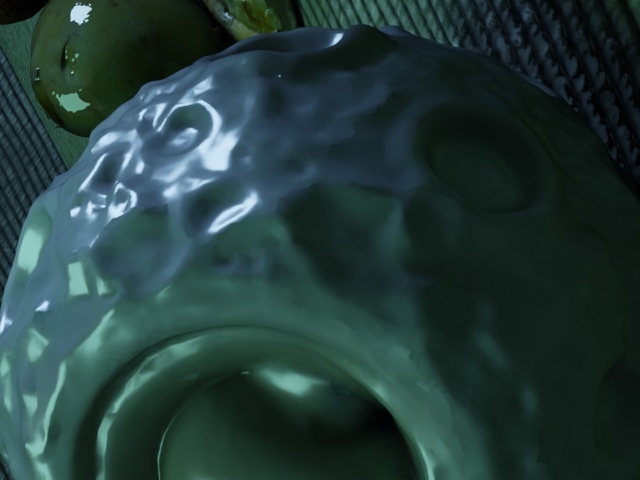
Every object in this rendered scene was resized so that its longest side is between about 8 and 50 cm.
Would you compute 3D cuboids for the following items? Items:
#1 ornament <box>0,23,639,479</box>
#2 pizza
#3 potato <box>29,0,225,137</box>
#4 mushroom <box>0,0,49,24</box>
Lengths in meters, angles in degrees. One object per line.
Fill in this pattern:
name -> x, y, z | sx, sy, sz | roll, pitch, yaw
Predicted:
ornament -> 0.014, 0.058, 0.682 | 0.337, 0.337, 0.337 | 55, 165, 22
pizza -> -0.070, -0.227, 1.005 | 0.181, 0.034, 0.262 | 56, 165, 19
potato -> -0.163, -0.156, 1.171 | 0.165, 0.165, 0.262 | 63, -178, -11
mushroom -> -0.417, -0.377, 1.461 | 0.345, 0.259, 0.345 | 56, 166, 22
